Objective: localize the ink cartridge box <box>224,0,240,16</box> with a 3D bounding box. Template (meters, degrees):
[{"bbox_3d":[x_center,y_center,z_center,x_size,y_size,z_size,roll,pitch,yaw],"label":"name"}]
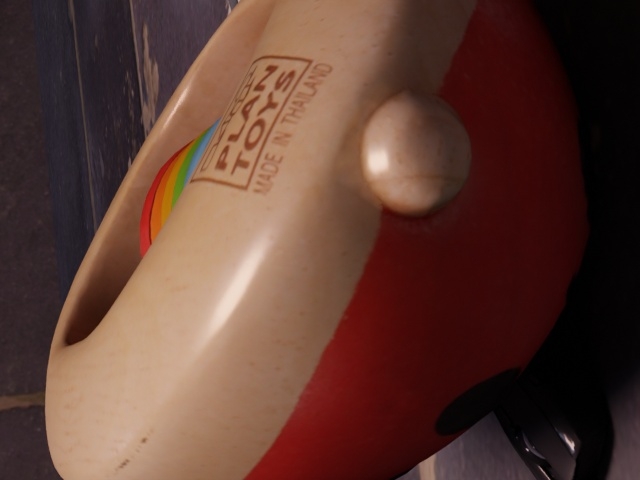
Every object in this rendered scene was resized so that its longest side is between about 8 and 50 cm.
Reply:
[{"bbox_3d":[-0.010,-0.179,1.165,0.140,0.082,0.191,109,151,-56],"label":"ink cartridge box"}]

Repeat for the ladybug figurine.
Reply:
[{"bbox_3d":[0.000,0.000,0.906,0.305,0.162,0.449,-62,10,-8],"label":"ladybug figurine"}]

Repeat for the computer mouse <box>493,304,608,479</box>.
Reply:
[{"bbox_3d":[0.110,0.120,0.871,0.071,0.041,0.242,106,154,-51],"label":"computer mouse"}]
